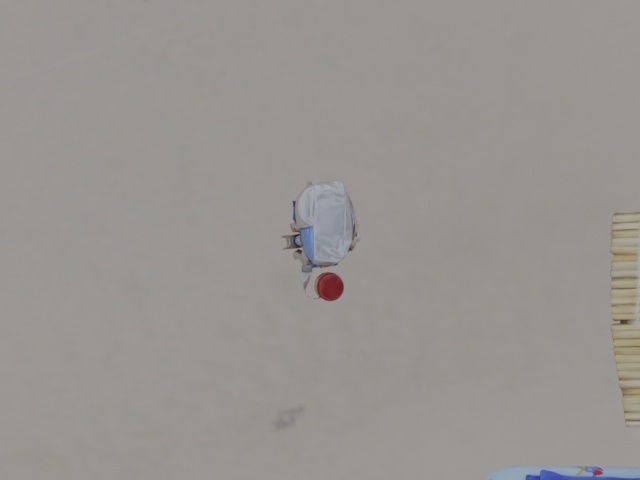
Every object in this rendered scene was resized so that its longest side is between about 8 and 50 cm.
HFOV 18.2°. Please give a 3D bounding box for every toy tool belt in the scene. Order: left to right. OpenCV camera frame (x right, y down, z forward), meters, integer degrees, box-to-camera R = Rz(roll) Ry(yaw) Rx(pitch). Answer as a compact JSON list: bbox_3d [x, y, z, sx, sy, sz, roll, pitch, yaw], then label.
[{"bbox_3d":[0.000,0.000,1.379,0.052,0.051,0.083,-3,90,-16],"label":"toy tool belt"}]

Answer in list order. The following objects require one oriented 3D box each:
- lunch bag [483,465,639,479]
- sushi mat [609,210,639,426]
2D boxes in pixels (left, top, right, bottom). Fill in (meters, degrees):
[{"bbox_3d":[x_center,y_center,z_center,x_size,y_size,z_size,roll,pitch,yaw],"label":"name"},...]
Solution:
[{"bbox_3d":[0.217,0.243,1.445,0.219,0.090,0.176,0,126,9],"label":"lunch bag"},{"bbox_3d":[0.355,0.049,1.355,0.316,0.019,0.151,-2,89,17],"label":"sushi mat"}]
